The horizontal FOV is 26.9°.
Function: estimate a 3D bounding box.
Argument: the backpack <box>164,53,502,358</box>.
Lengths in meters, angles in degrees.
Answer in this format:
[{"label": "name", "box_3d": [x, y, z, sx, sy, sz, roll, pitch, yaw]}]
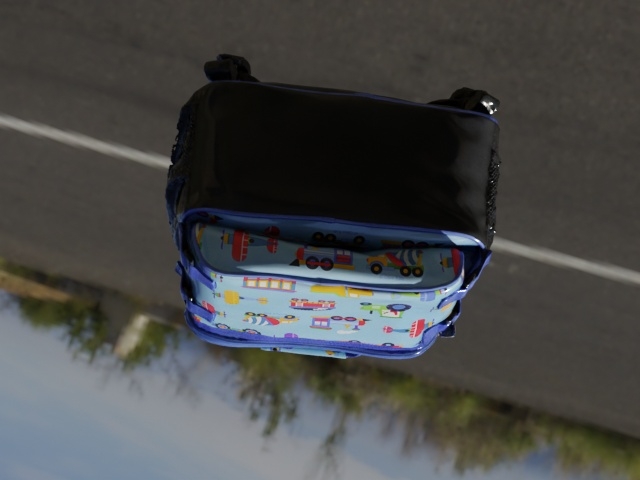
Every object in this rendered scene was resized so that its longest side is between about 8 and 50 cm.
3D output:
[{"label": "backpack", "box_3d": [0.000, 0.000, 0.671, 0.158, 0.117, 0.173, 7, 157, -6]}]
